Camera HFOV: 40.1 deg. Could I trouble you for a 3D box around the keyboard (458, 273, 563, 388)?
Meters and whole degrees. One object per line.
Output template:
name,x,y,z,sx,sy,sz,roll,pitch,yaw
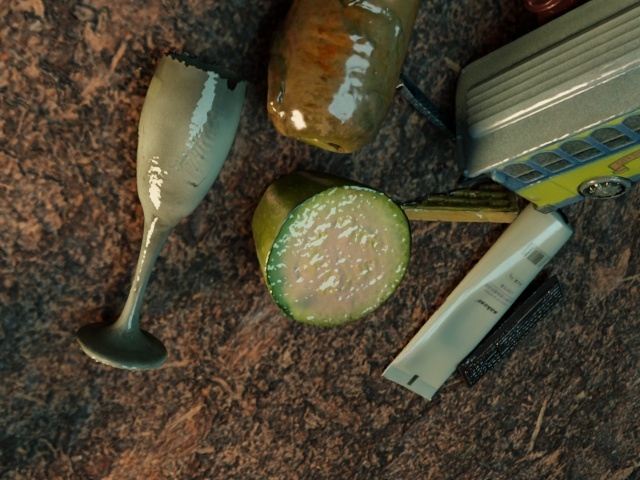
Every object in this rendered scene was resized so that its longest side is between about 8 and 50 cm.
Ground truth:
keyboard,0.274,0.131,1.246,0.196,0.015,0.074,-43,146,-9

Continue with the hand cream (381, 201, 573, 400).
hand cream,0.218,0.082,1.181,0.109,0.067,0.320,32,100,-39

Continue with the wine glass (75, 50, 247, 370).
wine glass,-0.218,-0.033,0.814,0.264,0.096,0.309,4,112,-44

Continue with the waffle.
waffle,0.171,-0.053,1.105,0.153,0.097,0.023,1,119,4

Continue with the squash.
squash,0.000,0.000,0.963,0.170,0.123,0.170,-14,121,-24

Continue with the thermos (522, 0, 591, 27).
thermos,0.349,-0.245,1.068,0.330,0.136,0.109,23,73,-37

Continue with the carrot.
carrot,0.039,-0.235,0.865,0.139,0.139,0.301,20,97,-36

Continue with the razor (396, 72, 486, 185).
razor,0.144,-0.135,1.042,0.066,0.033,0.190,-23,133,34

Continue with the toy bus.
toy bus,0.317,-0.154,0.952,0.190,0.312,0.151,20,62,-36
